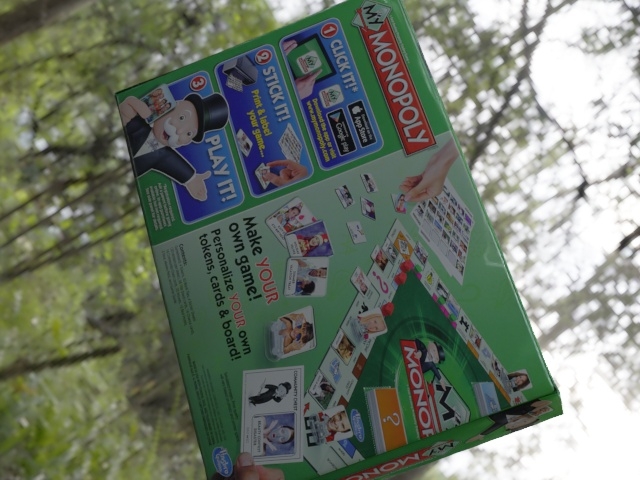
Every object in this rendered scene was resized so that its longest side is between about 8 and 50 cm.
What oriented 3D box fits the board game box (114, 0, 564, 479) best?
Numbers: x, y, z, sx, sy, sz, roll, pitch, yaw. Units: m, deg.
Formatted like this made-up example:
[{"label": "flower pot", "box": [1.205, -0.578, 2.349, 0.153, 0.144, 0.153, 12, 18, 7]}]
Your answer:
[{"label": "board game box", "box": [0.000, 0.000, 0.818, 0.046, 0.213, 0.317, 60, 11, -61]}]
